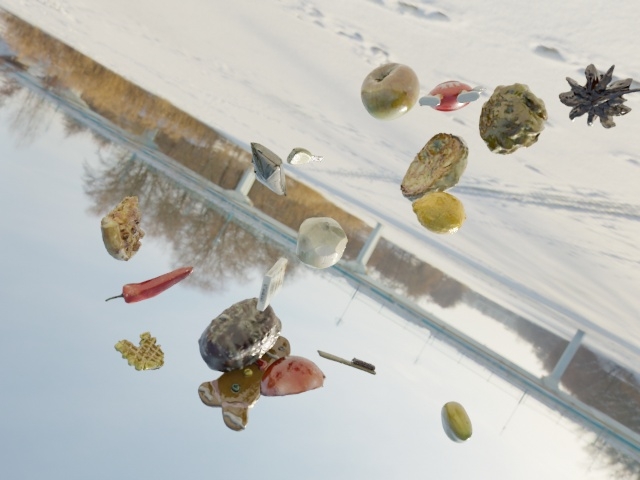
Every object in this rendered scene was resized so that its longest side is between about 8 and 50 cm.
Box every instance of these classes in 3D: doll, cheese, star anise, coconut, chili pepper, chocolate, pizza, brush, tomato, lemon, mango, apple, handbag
[{"bbox_3d":[0.372,-0.407,1.364,0.183,0.085,0.217,-2,-166,21],"label":"doll"},{"bbox_3d":[-0.062,-0.376,2.204,0.192,0.097,0.037,-1,-127,-42],"label":"cheese"},{"bbox_3d":[0.687,-0.358,1.158,0.177,0.073,0.234,41,144,-4],"label":"star anise"},{"bbox_3d":[0.003,0.001,1.549,0.161,0.161,0.162,29,140,6],"label":"coconut"},{"bbox_3d":[-0.501,0.137,1.434,0.071,0.272,0.063,154,96,-82],"label":"chili pepper"},{"bbox_3d":[-0.307,0.348,1.861,0.225,0.340,0.210,52,159,19],"label":"chocolate"},{"bbox_3d":[-0.643,-0.044,1.617,0.086,0.226,0.335,12,166,-3],"label":"pizza"},{"bbox_3d":[0.101,0.445,1.800,0.248,0.036,0.043,23,176,-18],"label":"brush"},{"bbox_3d":[-0.096,0.448,1.630,0.228,0.112,0.199,-9,178,-22],"label":"tomato"},{"bbox_3d":[0.392,-0.093,1.604,0.187,0.142,0.142,16,-177,5],"label":"lemon"},{"bbox_3d":[0.417,0.551,1.474,0.086,0.122,0.191,-9,153,0],"label":"mango"},{"bbox_3d":[0.287,-0.609,1.987,0.261,0.261,0.194,33,164,47],"label":"apple"},{"bbox_3d":[-0.211,-0.290,1.958,0.182,0.117,0.270,39,167,12],"label":"handbag"}]

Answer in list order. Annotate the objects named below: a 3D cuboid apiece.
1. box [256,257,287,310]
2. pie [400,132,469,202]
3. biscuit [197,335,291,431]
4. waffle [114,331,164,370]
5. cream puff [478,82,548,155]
[{"bbox_3d":[-0.158,0.141,1.617,0.032,0.122,0.220,15,-166,6],"label":"box"},{"bbox_3d":[0.423,-0.271,1.784,0.092,0.315,0.315,29,-176,-21],"label":"pie"},{"bbox_3d":[-0.279,0.527,1.950,0.283,0.432,0.064,34,141,19],"label":"biscuit"},{"bbox_3d":[-0.592,0.369,1.602,0.149,0.051,0.194,46,-172,19],"label":"waffle"},{"bbox_3d":[0.640,-0.405,1.616,0.196,0.244,0.244,10,-163,-47],"label":"cream puff"}]
